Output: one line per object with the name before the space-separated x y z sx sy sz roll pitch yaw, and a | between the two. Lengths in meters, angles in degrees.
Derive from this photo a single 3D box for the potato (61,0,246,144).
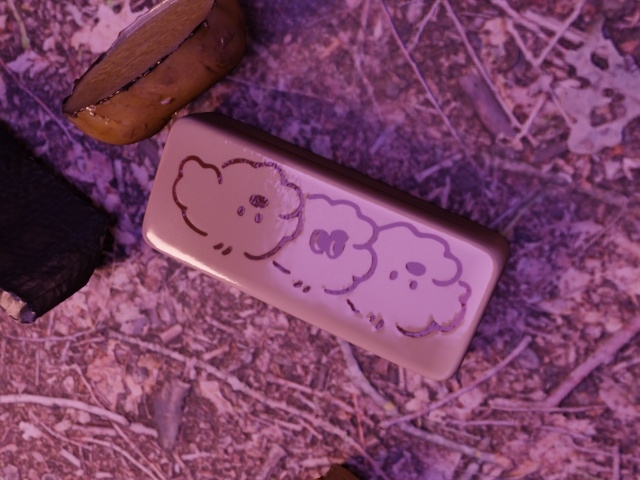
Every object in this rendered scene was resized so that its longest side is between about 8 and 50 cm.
potato | -0.146 -0.156 0.827 0.200 0.164 0.081 -28 124 27

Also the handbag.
handbag | -0.337 -0.029 0.888 0.270 0.175 0.089 40 113 9

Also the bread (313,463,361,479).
bread | -0.008 0.385 0.905 0.185 0.114 0.275 41 109 6

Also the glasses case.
glasses case | 0.000 0.000 0.836 0.336 0.076 0.144 23 108 12
